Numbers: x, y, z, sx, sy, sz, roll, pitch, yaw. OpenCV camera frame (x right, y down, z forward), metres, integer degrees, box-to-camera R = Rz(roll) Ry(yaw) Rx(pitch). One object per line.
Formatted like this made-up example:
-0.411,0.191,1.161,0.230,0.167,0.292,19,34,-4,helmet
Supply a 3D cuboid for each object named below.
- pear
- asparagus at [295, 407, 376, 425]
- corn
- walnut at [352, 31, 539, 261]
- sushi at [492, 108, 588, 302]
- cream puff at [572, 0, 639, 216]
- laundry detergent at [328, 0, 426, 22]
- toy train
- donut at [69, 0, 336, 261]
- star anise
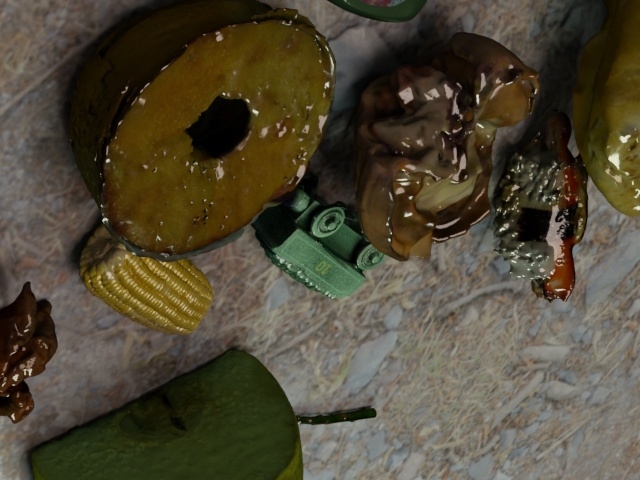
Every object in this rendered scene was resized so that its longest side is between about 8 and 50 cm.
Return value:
-0.120,0.266,1.802,0.292,0.292,0.159,-25,125,-25,pear
0.002,0.204,2.034,0.163,0.016,0.016,1,145,-42,asparagus
-0.167,0.038,1.724,0.165,0.063,0.085,36,70,-51,corn
0.110,-0.099,1.807,0.238,0.141,0.204,-45,150,-9,walnut
0.245,-0.038,2.003,0.103,0.097,0.226,-11,112,-43,sushi
0.418,-0.191,1.945,0.291,0.257,0.324,-22,139,21,cream puff
0.029,-0.288,1.650,0.211,0.063,0.137,18,103,-45,laundry detergent
0.000,0.000,1.839,0.099,0.070,0.172,-45,141,6,toy train
-0.114,-0.114,1.629,0.272,0.107,0.272,-28,139,-27,donut
-0.320,0.130,1.627,0.196,0.111,0.212,-34,171,17,star anise
